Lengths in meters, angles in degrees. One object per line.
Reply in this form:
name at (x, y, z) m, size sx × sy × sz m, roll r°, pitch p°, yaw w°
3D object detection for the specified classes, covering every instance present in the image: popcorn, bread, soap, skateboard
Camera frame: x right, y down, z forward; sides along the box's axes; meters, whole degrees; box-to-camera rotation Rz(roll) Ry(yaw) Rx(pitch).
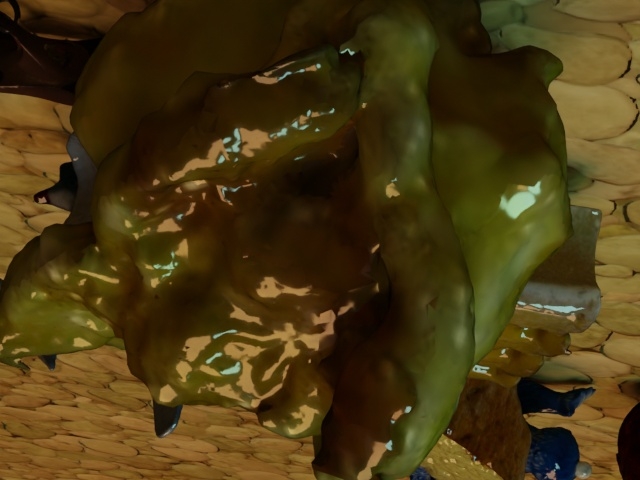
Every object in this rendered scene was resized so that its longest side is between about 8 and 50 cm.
popcorn at (-0.005, -0.004, 0.893) m, size 0.321 × 0.290 × 0.325 m, roll 6°, pitch 134°, yaw 44°
bread at (0.107, 0.139, 1.465) m, size 0.129 × 0.134 × 0.260 m, roll 5°, pitch 149°, yaw 49°
soap at (0.043, 0.024, 1.159) m, size 0.281 × 0.143 × 0.259 m, roll 11°, pitch 165°, yaw -6°
skateboard at (-0.178, -0.119, 0.991) m, size 0.151 × 0.067 × 0.080 m, roll 13°, pitch 151°, yaw 0°

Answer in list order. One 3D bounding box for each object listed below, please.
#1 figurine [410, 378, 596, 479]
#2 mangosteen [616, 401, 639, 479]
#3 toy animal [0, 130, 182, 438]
figurine at (0.155, 0.200, 1.596) m, size 0.262 × 0.164 × 0.120 m, roll -4°, pitch 141°, yaw 32°
mangosteen at (0.388, 0.211, 1.567) m, size 0.181 × 0.156 × 0.146 m, roll -32°, pitch 116°, yaw 19°
toy animal at (-0.146, 0.010, 1.093) m, size 0.255 × 0.176 × 0.239 m, roll 28°, pitch 145°, yaw 36°
